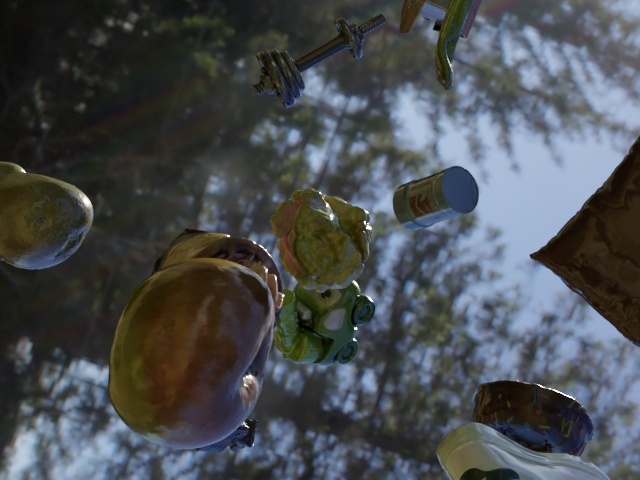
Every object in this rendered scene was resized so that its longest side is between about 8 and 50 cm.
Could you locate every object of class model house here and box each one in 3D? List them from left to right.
[{"bbox_3d":[-0.203,0.337,2.419,0.203,0.164,0.141,32,56,-67],"label":"model house"},{"bbox_3d":[0.249,-0.460,2.392,0.207,0.136,0.219,176,-64,-77],"label":"model house"}]

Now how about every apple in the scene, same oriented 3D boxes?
[{"bbox_3d":[-0.167,0.141,1.655,0.261,0.194,0.260,11,90,-83],"label":"apple"}]

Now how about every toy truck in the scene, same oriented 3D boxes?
[{"bbox_3d":[-0.018,0.159,2.434,0.148,0.211,0.187,36,-48,37],"label":"toy truck"}]

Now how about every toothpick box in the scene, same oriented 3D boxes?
[{"bbox_3d":[0.229,-0.084,2.526,0.153,0.101,0.101,-20,-132,52],"label":"toothpick box"}]

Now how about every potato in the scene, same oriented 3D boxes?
[{"bbox_3d":[-0.431,-0.042,1.824,0.157,0.194,0.157,-53,166,-19],"label":"potato"}]

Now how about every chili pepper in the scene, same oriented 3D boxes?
[{"bbox_3d":[0.230,-0.357,2.200,0.052,0.050,0.201,36,68,-72],"label":"chili pepper"}]

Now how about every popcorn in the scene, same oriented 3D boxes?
[{"bbox_3d":[0.000,0.000,1.698,0.126,0.145,0.125,-18,141,-51],"label":"popcorn"}]

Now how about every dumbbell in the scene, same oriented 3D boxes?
[{"bbox_3d":[0.000,-0.318,2.164,0.255,0.110,0.110,-29,-165,-3],"label":"dumbbell"}]

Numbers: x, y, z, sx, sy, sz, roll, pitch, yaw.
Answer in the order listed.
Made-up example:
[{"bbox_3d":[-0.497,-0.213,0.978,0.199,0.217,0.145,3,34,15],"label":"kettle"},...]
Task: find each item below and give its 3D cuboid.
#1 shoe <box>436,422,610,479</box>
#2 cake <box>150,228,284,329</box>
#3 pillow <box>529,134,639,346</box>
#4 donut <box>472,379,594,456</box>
[{"bbox_3d":[0.247,0.297,1.432,0.095,0.265,0.110,-54,-151,22],"label":"shoe"},{"bbox_3d":[-0.140,0.080,1.902,0.178,0.185,0.207,-1,-68,57],"label":"cake"},{"bbox_3d":[0.574,0.012,2.181,0.305,0.308,0.108,-49,159,3],"label":"pillow"},{"bbox_3d":[0.388,0.350,2.349,0.235,0.235,0.089,-48,-165,56],"label":"donut"}]
